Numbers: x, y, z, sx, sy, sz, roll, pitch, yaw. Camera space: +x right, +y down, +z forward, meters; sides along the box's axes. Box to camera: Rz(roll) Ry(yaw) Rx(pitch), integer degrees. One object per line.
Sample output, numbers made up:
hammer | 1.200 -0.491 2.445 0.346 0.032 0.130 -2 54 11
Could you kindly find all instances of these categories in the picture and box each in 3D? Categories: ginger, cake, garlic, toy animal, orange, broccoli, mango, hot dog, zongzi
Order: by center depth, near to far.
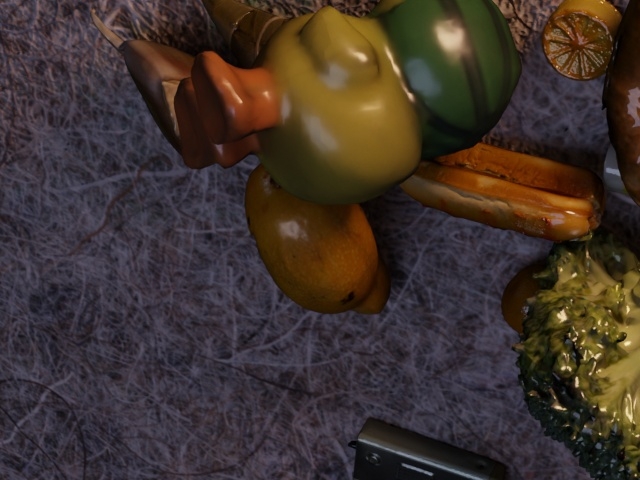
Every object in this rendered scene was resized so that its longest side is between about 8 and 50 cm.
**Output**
ginger | 0.341 -0.178 1.662 0.133 0.107 0.309 32 124 36
toy animal | 0.039 -0.137 1.723 0.216 0.338 0.191 132 119 -70
cake | 0.262 -0.201 1.736 0.084 0.044 0.084 13 125 19
broccoli | 0.381 0.087 1.758 0.353 0.397 0.275 40 170 28
hot dog | 0.183 -0.052 1.828 0.250 0.104 0.076 14 130 35
mango | -0.006 0.003 1.903 0.177 0.120 0.295 59 179 24
zongzi | -0.059 -0.179 1.909 0.176 0.078 0.160 22 130 26
orange | 0.238 0.067 1.915 0.085 0.085 0.085 14 127 19
garlic | -0.163 -0.169 1.939 0.266 0.128 0.148 33 143 50

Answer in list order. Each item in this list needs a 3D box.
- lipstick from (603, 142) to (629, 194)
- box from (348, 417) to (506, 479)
lipstick | 0.418 -0.057 1.743 0.264 0.059 0.059 10 126 23
box | 0.120 0.361 2.199 0.210 0.045 0.270 18 128 15
